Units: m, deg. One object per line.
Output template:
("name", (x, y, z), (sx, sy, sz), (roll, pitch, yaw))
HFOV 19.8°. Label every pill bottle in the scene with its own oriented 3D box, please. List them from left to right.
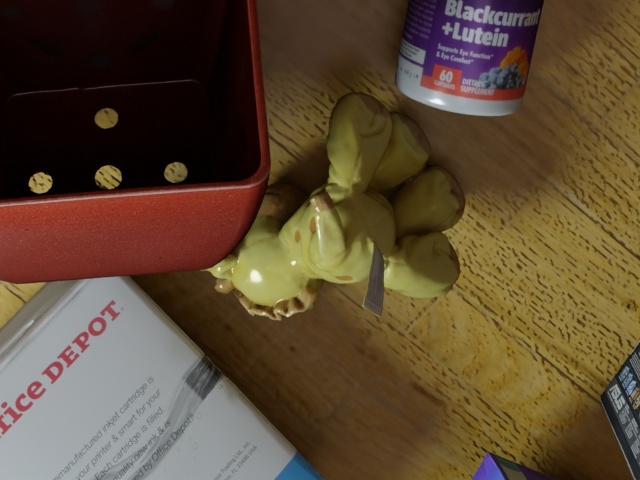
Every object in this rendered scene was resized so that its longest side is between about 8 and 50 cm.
("pill bottle", (0.128, -0.206, 1.469), (0.108, 0.108, 0.193), (8, 109, -6))

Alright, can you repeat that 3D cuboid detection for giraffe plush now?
("giraffe plush", (0.000, 0.000, 1.521), (0.170, 0.210, 0.181), (-20, 120, 37))

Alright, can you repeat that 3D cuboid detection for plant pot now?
("plant pot", (-0.175, -0.100, 1.397), (0.267, 0.236, 0.267), (-4, 66, -2))

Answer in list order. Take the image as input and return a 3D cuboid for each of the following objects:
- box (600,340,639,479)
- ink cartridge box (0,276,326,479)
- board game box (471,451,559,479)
("box", (0.335, 0.113, 1.508), (0.060, 0.270, 0.216), (30, 105, -11))
("ink cartridge box", (-0.167, 0.195, 1.546), (0.223, 0.129, 0.307), (-47, 107, -15))
("board game box", (0.245, 0.359, 1.660), (0.347, 0.078, 0.233), (23, 107, -22))
